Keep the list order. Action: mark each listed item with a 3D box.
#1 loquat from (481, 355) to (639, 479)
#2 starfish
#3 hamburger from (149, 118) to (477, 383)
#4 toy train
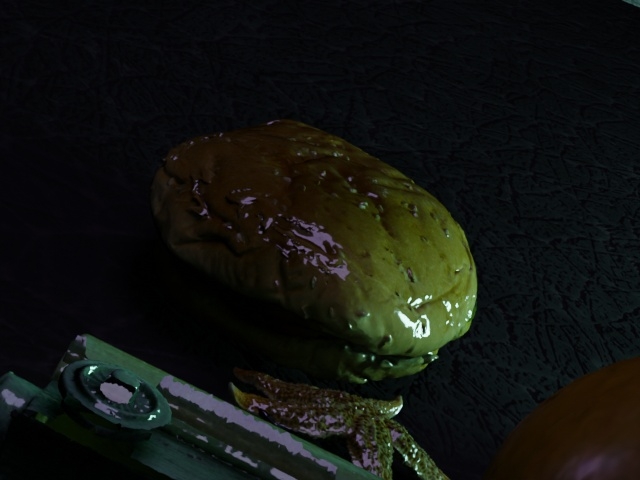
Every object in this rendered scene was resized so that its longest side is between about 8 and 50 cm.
[{"bbox_3d":[0.244,0.185,0.842,0.328,0.359,0.328,18,1,0],"label":"loquat"},{"bbox_3d":[0.028,0.140,1.086,0.208,0.053,0.176,35,17,7],"label":"starfish"},{"bbox_3d":[-0.001,-0.001,1.202,0.265,0.134,0.285,25,27,20],"label":"hamburger"},{"bbox_3d":[-0.053,0.146,0.895,0.307,0.126,0.189,26,25,1],"label":"toy train"}]
